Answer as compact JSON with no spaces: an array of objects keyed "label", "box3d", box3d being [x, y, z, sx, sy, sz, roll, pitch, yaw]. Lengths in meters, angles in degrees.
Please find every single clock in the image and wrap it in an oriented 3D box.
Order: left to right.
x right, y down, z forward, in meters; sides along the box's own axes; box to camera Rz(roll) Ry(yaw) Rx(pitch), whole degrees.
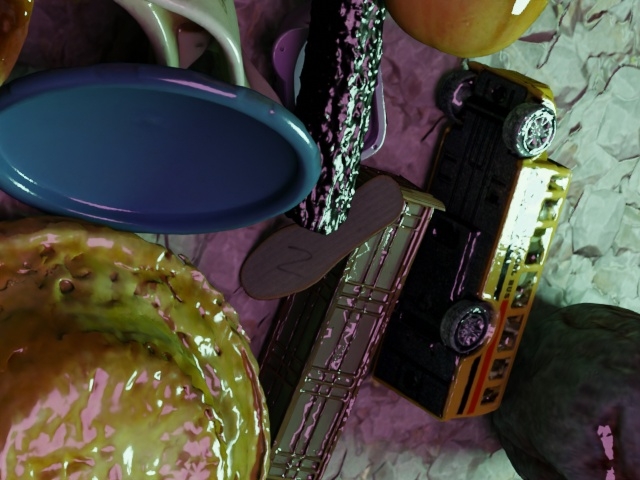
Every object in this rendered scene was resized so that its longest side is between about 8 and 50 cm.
[{"label":"clock","box3d":[-0.002,-0.142,1.635,0.110,0.050,0.153,-19,119,-24]}]

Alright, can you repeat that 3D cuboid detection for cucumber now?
[{"label":"cucumber","box3d":[0.016,-0.155,1.563,0.072,0.072,0.300,-1,111,-31]}]

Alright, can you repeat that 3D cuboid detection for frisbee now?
[{"label":"frisbee","box3d":[-0.142,-0.082,1.475,0.289,0.289,0.049,23,60,-36]}]

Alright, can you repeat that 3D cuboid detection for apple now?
[{"label":"apple","box3d":[0.136,-0.258,1.599,0.199,0.199,0.199,-13,117,-27]}]

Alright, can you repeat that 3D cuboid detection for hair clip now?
[{"label":"hair clip","box3d":[-0.117,-0.189,1.481,0.113,0.172,0.282,-16,133,4]}]

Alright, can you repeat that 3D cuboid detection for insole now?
[{"label":"insole","box3d":[0.000,0.000,1.654,0.188,0.064,0.004,-33,165,24]}]

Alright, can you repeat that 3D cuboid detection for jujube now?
[{"label":"jujube","box3d":[0.309,0.183,1.806,0.215,0.308,0.246,-33,117,-11]}]

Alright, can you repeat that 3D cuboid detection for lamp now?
[{"label":"lamp","box3d":[0.006,0.090,1.718,0.089,0.090,0.325,14,103,-35]}]

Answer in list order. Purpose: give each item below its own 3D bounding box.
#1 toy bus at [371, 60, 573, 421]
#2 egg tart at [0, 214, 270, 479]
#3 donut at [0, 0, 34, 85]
[{"label":"toy bus","box3d":[0.154,0.002,1.752,0.123,0.121,0.336,3,109,-42]},{"label":"egg tart","box3d":[-0.222,0.198,1.528,0.443,0.178,0.443,-4,99,-28]},{"label":"donut","box3d":[-0.382,-0.205,1.324,0.330,0.160,0.330,-5,102,-25]}]
